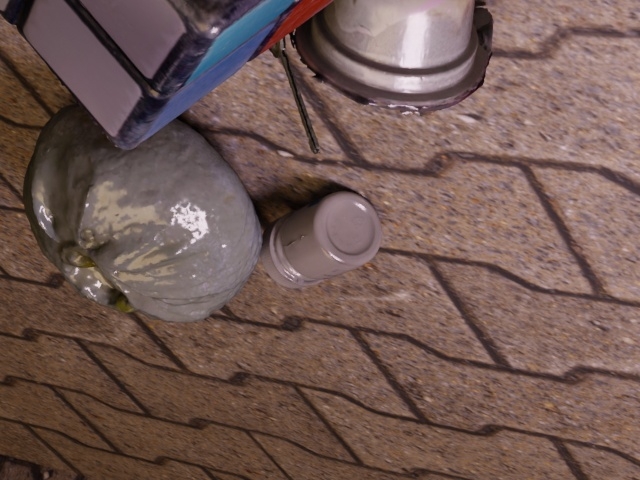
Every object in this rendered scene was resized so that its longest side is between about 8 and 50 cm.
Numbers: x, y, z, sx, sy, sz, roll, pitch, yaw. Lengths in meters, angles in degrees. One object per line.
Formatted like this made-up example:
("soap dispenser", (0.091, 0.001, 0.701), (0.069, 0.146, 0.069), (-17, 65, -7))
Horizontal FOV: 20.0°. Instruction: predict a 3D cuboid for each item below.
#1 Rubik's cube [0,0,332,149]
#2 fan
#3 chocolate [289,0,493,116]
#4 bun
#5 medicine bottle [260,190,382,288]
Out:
("Rubik's cube", (-0.121, -0.313, 1.517), (0.313, 0.318, 0.316), (49, 156, 0))
("fan", (-0.063, -0.246, 1.839), (0.223, 0.012, 0.294), (-132, 25, -71))
("chocolate", (0.088, -0.235, 1.767), (0.221, 0.221, 0.147), (25, 131, 2))
("bun", (-0.246, -0.028, 2.401), (0.362, 0.211, 0.362), (29, 148, 20))
("medicine bottle", (0.000, 0.000, 2.383), (0.105, 0.105, 0.168), (34, 154, -18))
